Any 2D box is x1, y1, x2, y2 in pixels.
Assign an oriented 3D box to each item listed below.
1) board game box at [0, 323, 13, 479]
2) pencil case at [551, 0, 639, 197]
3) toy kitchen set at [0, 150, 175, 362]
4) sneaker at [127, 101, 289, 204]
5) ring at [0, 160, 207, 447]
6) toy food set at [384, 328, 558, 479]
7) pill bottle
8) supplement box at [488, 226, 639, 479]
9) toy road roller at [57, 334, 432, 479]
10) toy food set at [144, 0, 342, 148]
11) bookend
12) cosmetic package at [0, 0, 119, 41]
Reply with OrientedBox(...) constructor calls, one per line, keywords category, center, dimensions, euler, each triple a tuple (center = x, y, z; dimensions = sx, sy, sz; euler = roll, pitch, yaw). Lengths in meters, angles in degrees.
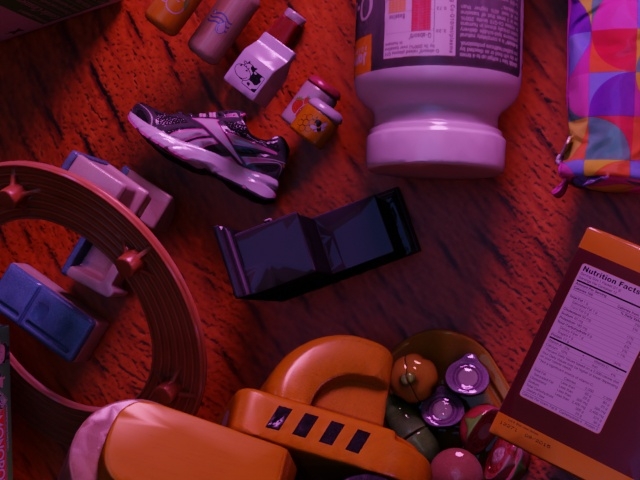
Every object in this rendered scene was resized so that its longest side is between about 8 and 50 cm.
OrientedBox(category="board game box", center=(-0.466, 0.179, 1.315), dimensions=(0.317, 0.046, 0.213), euler=(6, 101, 25))
OrientedBox(category="pencil case", center=(0.275, -0.156, 1.169), dimensions=(0.104, 0.104, 0.236), euler=(4, 86, 15))
OrientedBox(category="toy kitchen set", center=(-0.267, 0.008, 1.263), dimensions=(0.122, 0.166, 0.207), euler=(33, 94, 15))
OrientedBox(category="sneaker", center=(-0.111, -0.106, 1.291), dimensions=(0.178, 0.072, 0.077), euler=(27, 81, 7))
OrientedBox(category="ring", center=(-0.262, 0.080, 1.237), dimensions=(0.337, 0.032, 0.336), euler=(15, 123, 24))
OrientedBox(category="toy food set", center=(0.134, 0.188, 1.194), dimensions=(0.128, 0.071, 0.218), euler=(-34, 79, 10))
OrientedBox(category="pill bottle", center=(0.112, -0.203, 1.181), dimensions=(0.162, 0.162, 0.278), euler=(1, 86, 15))
OrientedBox(category="supplement box", center=(0.268, 0.118, 1.083), dimensions=(0.129, 0.191, 0.194), euler=(25, 87, 27))
OrientedBox(category="toy road roller", center=(-0.059, 0.197, 1.137), dimensions=(0.329, 0.202, 0.240), euler=(19, 56, -10))
OrientedBox(category="toy food set", center=(-0.051, -0.196, 1.249), dimensions=(0.232, 0.111, 0.104), euler=(38, 96, 17))
OrientedBox(category="bookend", center=(0.000, 0.000, 1.199), dimensions=(0.156, 0.157, 0.072), euler=(-21, 82, 13))
OrientedBox(category="cosmetic package", center=(-0.420, -0.291, 1.312), dimensions=(0.365, 0.197, 0.155), euler=(-17, 83, 15))
